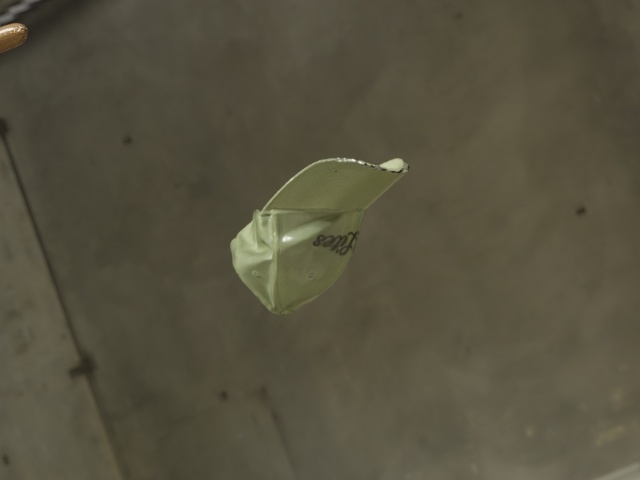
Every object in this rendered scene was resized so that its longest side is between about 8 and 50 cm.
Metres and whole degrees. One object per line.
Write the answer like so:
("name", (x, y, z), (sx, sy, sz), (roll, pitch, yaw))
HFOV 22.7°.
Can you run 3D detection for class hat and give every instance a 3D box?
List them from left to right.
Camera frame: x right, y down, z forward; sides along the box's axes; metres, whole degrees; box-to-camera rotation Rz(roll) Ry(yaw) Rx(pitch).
("hat", (0.001, -0.007, 1.156), (0.166, 0.081, 0.122), (-37, -15, 27))

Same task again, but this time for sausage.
("sausage", (-0.342, -0.187, 1.573), (0.116, 0.026, 0.026), (-19, -14, 8))
